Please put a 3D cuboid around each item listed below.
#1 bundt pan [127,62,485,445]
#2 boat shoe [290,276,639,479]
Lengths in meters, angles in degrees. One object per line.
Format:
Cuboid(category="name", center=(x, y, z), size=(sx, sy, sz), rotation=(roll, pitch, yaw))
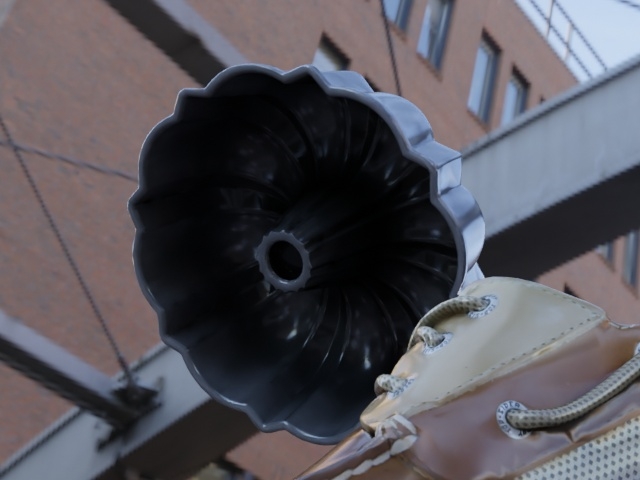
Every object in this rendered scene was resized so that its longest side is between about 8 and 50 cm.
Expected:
Cuboid(category="bundt pan", center=(0.000, 0.000, 0.989), size=(0.331, 0.124, 0.331), rotation=(11, -67, 29))
Cuboid(category="boat shoe", center=(0.070, 0.078, 0.378), size=(0.324, 0.120, 0.122), rotation=(-9, -28, -14))
